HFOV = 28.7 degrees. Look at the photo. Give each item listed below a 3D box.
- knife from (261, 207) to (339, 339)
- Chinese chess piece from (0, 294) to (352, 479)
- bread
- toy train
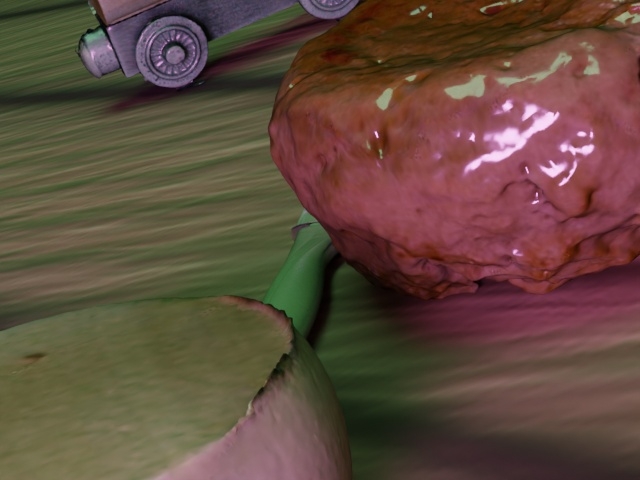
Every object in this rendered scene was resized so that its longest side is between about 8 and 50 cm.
[{"bbox_3d":[0.001,0.002,0.657,0.043,0.019,0.293,-17,20,16],"label":"knife"},{"bbox_3d":[-0.083,0.084,0.414,0.189,0.083,0.188,-12,18,4],"label":"Chinese chess piece"},{"bbox_3d":[0.090,-0.058,0.579,0.230,0.123,0.230,-18,27,9],"label":"bread"},{"bbox_3d":[-0.097,-0.264,1.152,0.307,0.189,0.126,-26,23,-9],"label":"toy train"}]
